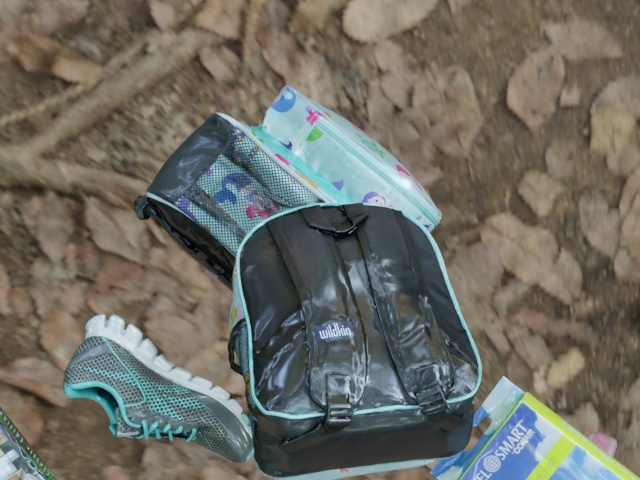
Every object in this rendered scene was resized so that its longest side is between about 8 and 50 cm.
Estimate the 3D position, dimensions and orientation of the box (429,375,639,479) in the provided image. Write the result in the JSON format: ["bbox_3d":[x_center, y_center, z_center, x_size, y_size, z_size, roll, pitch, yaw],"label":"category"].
[{"bbox_3d":[0.183,0.204,1.280,0.178,0.042,0.109,38,102,7],"label":"box"}]

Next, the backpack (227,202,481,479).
[{"bbox_3d":[0.016,0.070,1.137,0.165,0.144,0.188,-8,57,-9],"label":"backpack"}]

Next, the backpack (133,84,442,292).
[{"bbox_3d":[0.000,0.000,1.394,0.191,0.225,0.253,-44,81,2],"label":"backpack"}]

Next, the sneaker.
[{"bbox_3d":[-0.129,0.132,1.265,0.166,0.065,0.076,33,57,4],"label":"sneaker"}]

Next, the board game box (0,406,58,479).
[{"bbox_3d":[-0.303,0.253,1.503,0.136,0.030,0.260,-34,101,11],"label":"board game box"}]

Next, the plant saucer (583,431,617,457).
[{"bbox_3d":[0.232,0.359,1.846,0.084,0.332,0.332,26,84,10],"label":"plant saucer"}]
